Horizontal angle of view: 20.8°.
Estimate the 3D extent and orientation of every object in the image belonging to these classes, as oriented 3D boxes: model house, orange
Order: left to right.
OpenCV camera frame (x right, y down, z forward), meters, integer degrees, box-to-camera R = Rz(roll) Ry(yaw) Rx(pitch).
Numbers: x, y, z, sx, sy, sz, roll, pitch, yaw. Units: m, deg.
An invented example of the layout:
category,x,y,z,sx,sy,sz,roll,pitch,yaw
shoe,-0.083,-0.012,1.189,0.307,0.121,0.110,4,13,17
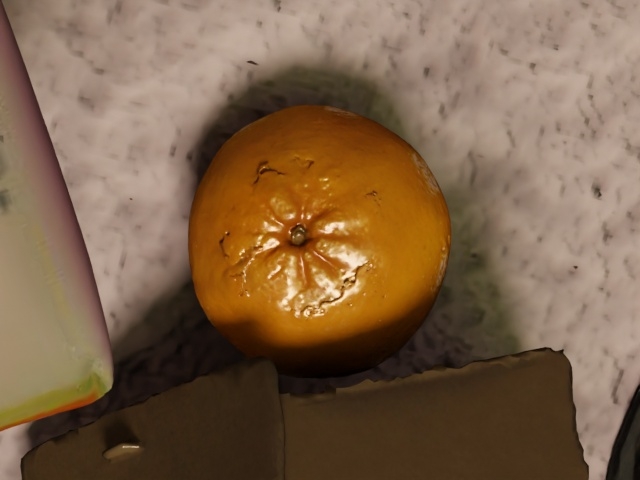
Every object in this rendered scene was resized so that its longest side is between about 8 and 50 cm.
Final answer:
category,x,y,z,sx,sy,sz,roll,pitch,yaw
model house,-0.025,0.162,0.536,0.243,0.211,0.204,-11,160,5
orange,0.000,0.000,0.530,0.083,0.070,0.083,0,82,0

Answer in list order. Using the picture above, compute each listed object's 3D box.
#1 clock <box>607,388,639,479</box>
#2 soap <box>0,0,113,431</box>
category,x,y,z,sx,sy,sz,roll,pitch,yaw
clock,0.214,0.094,0.671,0.226,0.049,0.226,-9,115,-19
soap,-0.170,-0.025,0.395,0.199,0.182,0.138,-18,117,-12
